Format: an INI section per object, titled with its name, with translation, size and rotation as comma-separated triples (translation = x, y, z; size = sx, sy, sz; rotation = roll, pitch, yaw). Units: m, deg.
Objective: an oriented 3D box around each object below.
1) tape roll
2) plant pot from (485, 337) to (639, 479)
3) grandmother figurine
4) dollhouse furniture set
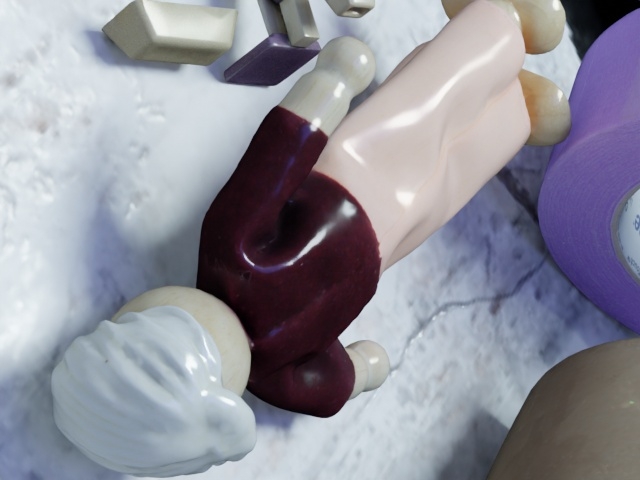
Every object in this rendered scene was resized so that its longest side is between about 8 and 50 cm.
[tape roll]
translation = 0.266, -0.022, 1.112
size = 0.275, 0.275, 0.090
rotation = 40, 57, -32
[plant pot]
translation = 0.166, 0.178, 1.022
size = 0.263, 0.263, 0.229
rotation = 45, 36, -29
[grandmother figurine]
translation = 0.000, 0.000, 0.969
size = 0.342, 0.104, 0.208
rotation = -42, 129, -37
[dollhouse furniture set]
translation = -0.048, -0.136, 0.975
size = 0.114, 0.091, 0.081
rotation = 1, 66, -41
